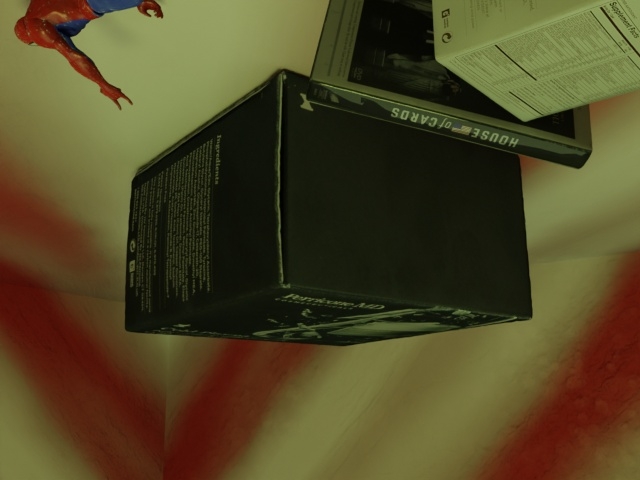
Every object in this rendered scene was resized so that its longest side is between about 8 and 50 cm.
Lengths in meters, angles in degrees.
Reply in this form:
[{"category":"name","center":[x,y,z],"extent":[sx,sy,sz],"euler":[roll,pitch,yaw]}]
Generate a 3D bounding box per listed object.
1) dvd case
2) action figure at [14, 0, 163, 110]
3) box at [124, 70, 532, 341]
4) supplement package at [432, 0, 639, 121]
[{"category":"dvd case","center":[0.118,-0.163,0.620],"extent":[0.238,0.179,0.030],"euler":[13,145,-3]},{"category":"action figure","center":[-0.168,-0.216,0.659],"extent":[0.280,0.092,0.139],"euler":[-9,153,30]},{"category":"box","center":[0.000,0.000,1.144],"extent":[0.479,0.298,0.471],"euler":[10,161,-36]},{"category":"supplement package","center":[0.196,-0.214,0.474],"extent":[0.203,0.194,0.149],"euler":[-11,164,39]}]
